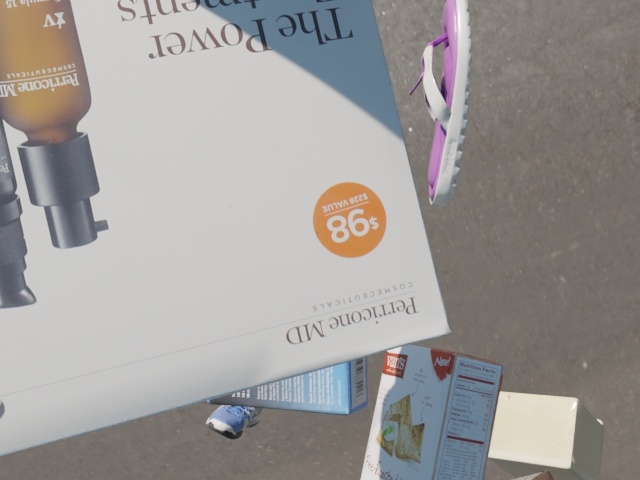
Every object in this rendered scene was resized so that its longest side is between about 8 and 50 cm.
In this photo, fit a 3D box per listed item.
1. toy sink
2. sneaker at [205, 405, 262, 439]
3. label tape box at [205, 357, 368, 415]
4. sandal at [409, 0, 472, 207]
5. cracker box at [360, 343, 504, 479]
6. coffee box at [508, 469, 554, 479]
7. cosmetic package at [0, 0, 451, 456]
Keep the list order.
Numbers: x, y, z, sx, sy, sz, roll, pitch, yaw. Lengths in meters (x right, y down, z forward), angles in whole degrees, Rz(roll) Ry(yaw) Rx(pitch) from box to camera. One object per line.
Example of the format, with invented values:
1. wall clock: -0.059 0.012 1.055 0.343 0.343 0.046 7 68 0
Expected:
1. toy sink: 0.427 0.374 1.216 0.152 0.234 0.131 -5 57 39
2. sneaker: -0.173 0.353 1.383 0.080 0.211 0.081 25 96 11
3. label tape box: -0.088 0.167 1.164 0.333 0.106 0.241 -1 87 23
4. sandal: 0.223 -0.273 1.265 0.102 0.169 0.417 3 91 0
5. cracker box: 0.111 0.234 0.726 0.067 0.155 0.232 16 81 -18
6. coffee box: 0.257 0.437 0.955 0.098 0.246 0.141 -18 72 -31
7. cosmetic package: -0.136 -0.035 0.412 0.377 0.097 0.285 -13 91 -11
